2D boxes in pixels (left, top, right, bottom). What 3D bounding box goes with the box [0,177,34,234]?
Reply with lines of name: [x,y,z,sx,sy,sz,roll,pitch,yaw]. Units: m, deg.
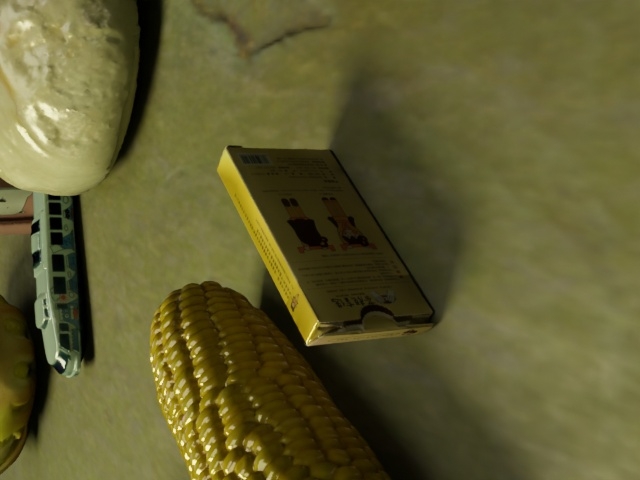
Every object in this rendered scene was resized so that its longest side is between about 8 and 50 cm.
box: [-0.411,-0.110,1.099,0.086,0.215,0.215,-52,48,51]

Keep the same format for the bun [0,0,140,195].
bun: [-0.261,-0.178,0.924,0.287,0.146,0.287,10,102,61]

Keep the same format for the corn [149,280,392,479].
corn: [-0.022,0.127,0.583,0.305,0.106,0.106,55,134,47]

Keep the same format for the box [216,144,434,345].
box: [0.000,0.000,0.571,0.149,0.073,0.020,61,139,39]

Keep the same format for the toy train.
toy train: [-0.260,0.033,1.017,0.043,0.047,0.207,-30,63,56]

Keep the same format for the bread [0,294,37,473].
bread: [-0.374,0.158,1.148,0.213,0.105,0.213,8,99,61]
